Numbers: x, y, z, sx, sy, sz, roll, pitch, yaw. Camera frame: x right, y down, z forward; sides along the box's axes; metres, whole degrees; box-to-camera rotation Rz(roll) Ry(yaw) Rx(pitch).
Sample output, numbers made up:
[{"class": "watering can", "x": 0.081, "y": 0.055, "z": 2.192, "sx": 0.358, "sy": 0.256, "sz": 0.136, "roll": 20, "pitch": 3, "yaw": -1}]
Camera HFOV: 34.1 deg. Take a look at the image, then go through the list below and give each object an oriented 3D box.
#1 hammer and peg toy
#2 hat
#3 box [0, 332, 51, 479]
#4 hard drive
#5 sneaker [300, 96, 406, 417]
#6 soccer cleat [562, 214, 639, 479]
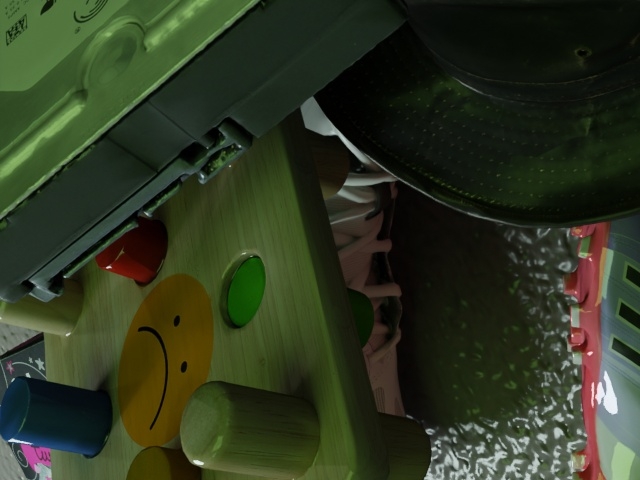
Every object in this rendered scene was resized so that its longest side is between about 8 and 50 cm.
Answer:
[{"class": "hammer and peg toy", "x": -0.091, "y": 0.029, "z": 0.603, "sx": 0.266, "sy": 0.127, "sz": 0.361, "roll": -42, "pitch": 46, "yaw": 33}, {"class": "hat", "x": 0.113, "y": -0.156, "z": 0.495, "sx": 0.331, "sy": 0.134, "sz": 0.332, "roll": 2, "pitch": 95, "yaw": 22}, {"class": "box", "x": -0.150, "y": 0.111, "z": 0.880, "sx": 0.247, "sy": 0.163, "sz": 0.142, "roll": -24, "pitch": 94, "yaw": 43}, {"class": "hard drive", "x": -0.108, "y": -0.156, "z": 0.556, "sx": 0.237, "sy": 0.064, "sz": 0.339, "roll": -36, "pitch": 46, "yaw": 18}, {"class": "sneaker", "x": -0.001, "y": 0.000, "z": 0.701, "sx": 0.257, "sy": 0.169, "sz": 0.448, "roll": -25, "pitch": 90, "yaw": 45}, {"class": "soccer cleat", "x": 0.201, "y": 0.084, "z": 0.644, "sx": 0.095, "sy": 0.083, "sz": 0.248, "roll": -2, "pitch": 105, "yaw": 10}]
